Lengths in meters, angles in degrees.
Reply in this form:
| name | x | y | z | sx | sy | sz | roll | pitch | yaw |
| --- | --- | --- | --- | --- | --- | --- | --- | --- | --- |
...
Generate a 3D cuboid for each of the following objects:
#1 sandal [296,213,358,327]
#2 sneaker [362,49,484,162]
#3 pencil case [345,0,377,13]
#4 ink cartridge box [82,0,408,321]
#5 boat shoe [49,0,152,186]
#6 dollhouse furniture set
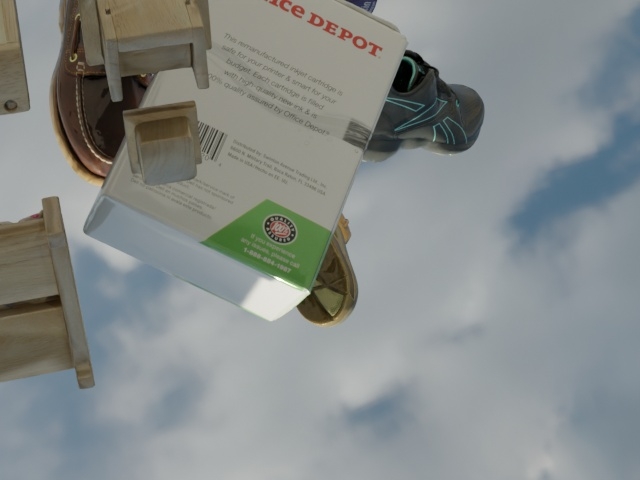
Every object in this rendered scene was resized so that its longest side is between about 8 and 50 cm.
| name | x | y | z | sx | sy | sz | roll | pitch | yaw |
| --- | --- | --- | --- | --- | --- | --- | --- | --- | --- |
| sandal | 0.000 | 0.000 | 1.370 | 0.072 | 0.049 | 0.180 | -41 | -135 | 26 |
| sneaker | 0.113 | -0.155 | 1.919 | 0.101 | 0.106 | 0.267 | 36 | -152 | 26 |
| pencil case | 0.005 | -0.374 | 1.320 | 0.160 | 0.386 | 0.167 | 5 | -145 | 7 |
| ink cartridge box | -0.052 | -0.078 | 1.237 | 0.160 | 0.092 | 0.219 | 26 | -114 | -9 |
| boat shoe | -0.162 | -0.142 | 1.303 | 0.073 | 0.073 | 0.207 | -39 | -131 | 42 |
| dollhouse furniture set | -0.217 | -0.021 | 1.155 | 0.303 | 0.356 | 0.174 | -9 | -140 | -8 |
